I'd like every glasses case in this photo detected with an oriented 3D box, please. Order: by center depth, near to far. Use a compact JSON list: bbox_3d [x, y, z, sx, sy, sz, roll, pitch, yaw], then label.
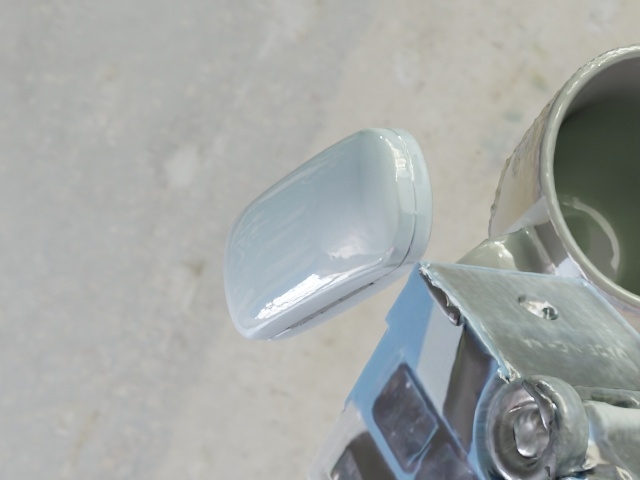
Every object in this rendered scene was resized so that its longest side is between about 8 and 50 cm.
[{"bbox_3d":[0.000,0.000,0.924,0.178,0.045,0.067,-32,61,57],"label":"glasses case"}]

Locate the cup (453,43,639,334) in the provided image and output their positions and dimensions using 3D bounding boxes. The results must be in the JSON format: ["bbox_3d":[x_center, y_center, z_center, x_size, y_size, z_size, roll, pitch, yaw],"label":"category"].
[{"bbox_3d":[0.215,0.004,1.601,0.227,0.301,0.257,61,158,10],"label":"cup"}]

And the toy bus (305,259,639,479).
[{"bbox_3d":[0.108,0.141,0.658,0.131,0.106,0.297,-58,43,29],"label":"toy bus"}]
